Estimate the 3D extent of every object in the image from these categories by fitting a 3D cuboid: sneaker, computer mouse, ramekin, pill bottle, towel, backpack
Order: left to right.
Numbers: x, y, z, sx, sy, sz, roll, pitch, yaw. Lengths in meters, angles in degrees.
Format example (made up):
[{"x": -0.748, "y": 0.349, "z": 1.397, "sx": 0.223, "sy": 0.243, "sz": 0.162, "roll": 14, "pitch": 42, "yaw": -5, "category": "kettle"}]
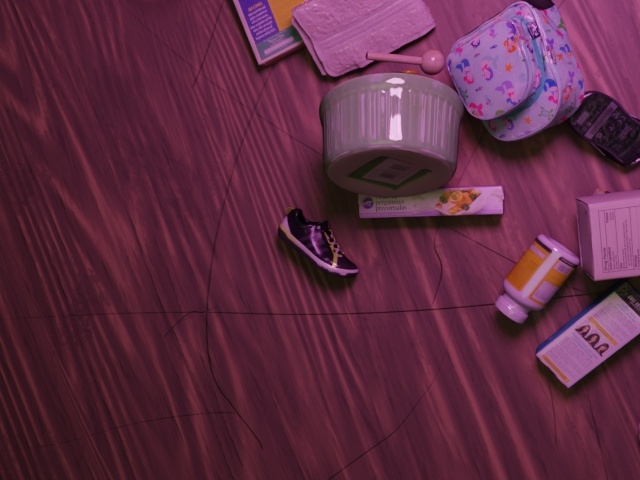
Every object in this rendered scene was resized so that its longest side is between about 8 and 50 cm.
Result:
[{"x": 0.000, "y": 0.000, "z": 1.538, "sx": 0.235, "sy": 0.084, "sz": 0.097, "roll": 33, "pitch": 105, "yaw": 12, "category": "sneaker"}, {"x": 0.090, "y": -0.490, "z": 1.418, "sx": 0.282, "sy": 0.049, "sz": 0.187, "roll": -23, "pitch": 122, "yaw": 20, "category": "towel"}, {"x": 0.144, "y": -0.203, "z": 1.330, "sx": 0.304, "sy": 0.303, "sz": 0.148, "roll": -4, "pitch": 72, "yaw": 19, "category": "ramekin"}, {"x": 0.396, "y": -0.331, "z": 1.295, "sx": 0.225, "sy": 0.191, "sz": 0.253, "roll": -21, "pitch": 96, "yaw": 54, "category": "backpack"}, {"x": 0.461, "y": 0.086, "z": 1.382, "sx": 0.103, "sy": 0.103, "sz": 0.184, "roll": 37, "pitch": 107, "yaw": 11, "category": "pill bottle"}, {"x": 0.604, "y": -0.179, "z": 1.327, "sx": 0.262, "sy": 0.060, "sz": 0.184, "roll": 31, "pitch": 106, "yaw": 4, "category": "computer mouse"}]

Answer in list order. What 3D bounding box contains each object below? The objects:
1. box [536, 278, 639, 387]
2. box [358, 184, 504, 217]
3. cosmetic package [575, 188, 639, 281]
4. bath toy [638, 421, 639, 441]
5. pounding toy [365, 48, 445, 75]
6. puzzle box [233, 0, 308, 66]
[{"x": 0.589, "y": 0.199, "z": 1.375, "sx": 0.100, "sy": 0.060, "sz": 0.244, "roll": 47, "pitch": 109, "yaw": 8, "category": "box"}, {"x": 0.250, "y": -0.088, "z": 1.452, "sx": 0.324, "sy": 0.067, "sz": 0.063, "roll": -1, "pitch": 96, "yaw": 20, "category": "box"}, {"x": 0.678, "y": -0.024, "z": 1.256, "sx": 0.310, "sy": 0.113, "sz": 0.160, "roll": -6, "pitch": 101, "yaw": 10, "category": "cosmetic package"}, {"x": 0.829, "y": 0.447, "z": 1.290, "sx": 0.348, "sy": 0.129, "sz": 0.151, "roll": 22, "pitch": 104, "yaw": 16, "category": "bath toy"}, {"x": 0.166, "y": -0.344, "z": 1.410, "sx": 0.183, "sy": 0.236, "sz": 0.110, "roll": 4, "pitch": 56, "yaw": -4, "category": "pounding toy"}, {"x": -0.015, "y": -0.613, "z": 1.481, "sx": 0.409, "sy": 0.052, "sz": 0.272, "roll": -21, "pitch": 91, "yaw": 20, "category": "puzzle box"}]
